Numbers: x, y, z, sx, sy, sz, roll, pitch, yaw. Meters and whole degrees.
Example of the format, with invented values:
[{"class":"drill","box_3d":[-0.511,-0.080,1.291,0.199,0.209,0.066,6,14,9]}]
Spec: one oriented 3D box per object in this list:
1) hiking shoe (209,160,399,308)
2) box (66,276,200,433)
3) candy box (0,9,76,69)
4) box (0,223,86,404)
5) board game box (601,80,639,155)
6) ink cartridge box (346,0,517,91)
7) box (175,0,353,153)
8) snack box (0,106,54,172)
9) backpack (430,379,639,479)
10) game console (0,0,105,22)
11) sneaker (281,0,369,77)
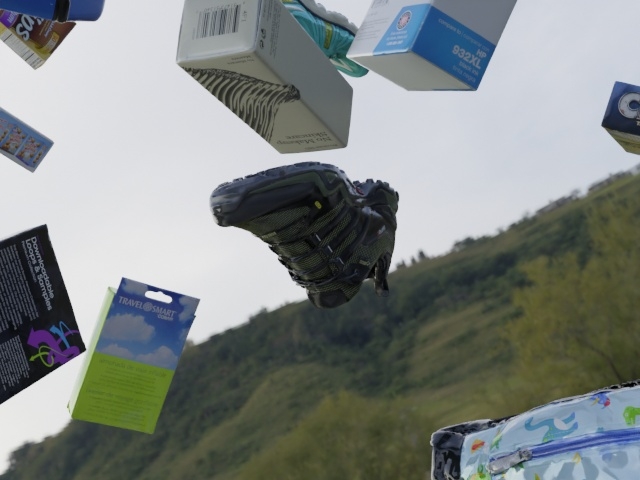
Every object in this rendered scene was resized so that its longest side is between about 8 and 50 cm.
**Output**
[{"class":"hiking shoe","box_3d":[0.000,0.000,0.764,0.086,0.114,0.226,-13,-11,39]},{"class":"box","box_3d":[-0.225,0.136,1.083,0.109,0.042,0.178,19,-87,-29]},{"class":"candy box","box_3d":[-0.537,-0.406,1.584,0.186,0.109,0.053,43,-35,-26]},{"class":"box","box_3d":[-0.252,0.063,0.689,0.029,0.116,0.162,-9,11,25]},{"class":"board game box","box_3d":[0.359,-0.092,0.831,0.243,0.165,0.042,-1,-72,-67]},{"class":"ink cartridge box","box_3d":[0.190,-0.383,1.315,0.129,0.308,0.223,25,-1,-22]},{"class":"box","box_3d":[-0.060,-0.205,1.126,0.113,0.094,0.275,-3,-19,25]},{"class":"snack box","box_3d":[-0.520,-0.181,1.443,0.178,0.022,0.064,36,-91,-36]},{"class":"backpack","box_3d":[0.331,0.265,0.934,0.290,0.273,0.355,30,-51,-26]},{"class":"game console","box_3d":[-0.431,-0.506,1.416,0.250,0.173,0.293,8,-74,-25]},{"class":"sneaker","box_3d":[-0.017,-0.373,1.672,0.275,0.110,0.107,28,-33,-31]}]
